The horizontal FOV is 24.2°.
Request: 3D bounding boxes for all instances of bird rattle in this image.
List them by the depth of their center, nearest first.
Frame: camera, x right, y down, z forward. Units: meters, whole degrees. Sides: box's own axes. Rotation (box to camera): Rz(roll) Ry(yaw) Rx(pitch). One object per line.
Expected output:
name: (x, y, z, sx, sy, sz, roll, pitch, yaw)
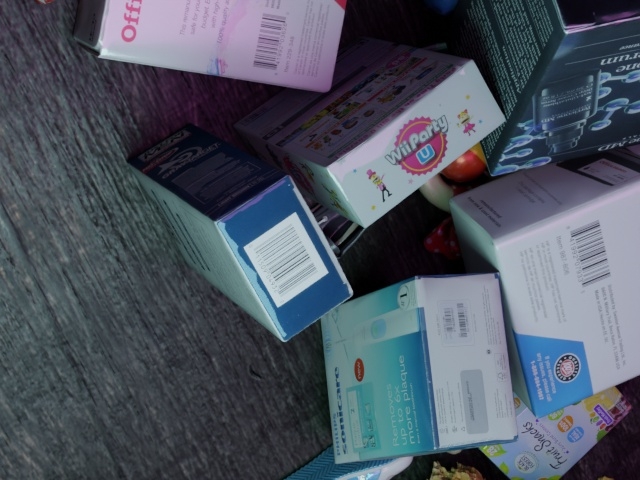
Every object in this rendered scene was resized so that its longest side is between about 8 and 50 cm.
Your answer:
bird rattle: (0.213, -0.099, 2.070, 0.207, 0.143, 0.253, 39, 99, -16)

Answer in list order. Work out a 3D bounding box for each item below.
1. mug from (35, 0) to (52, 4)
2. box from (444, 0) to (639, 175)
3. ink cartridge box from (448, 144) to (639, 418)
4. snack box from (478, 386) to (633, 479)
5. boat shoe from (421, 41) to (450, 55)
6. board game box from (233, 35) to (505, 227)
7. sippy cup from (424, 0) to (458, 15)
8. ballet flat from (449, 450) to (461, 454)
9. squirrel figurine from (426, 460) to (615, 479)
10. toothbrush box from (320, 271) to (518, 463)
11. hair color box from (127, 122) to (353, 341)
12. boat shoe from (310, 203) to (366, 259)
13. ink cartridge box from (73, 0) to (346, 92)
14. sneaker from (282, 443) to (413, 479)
mug: (-0.336, -0.378, 1.730, 0.150, 0.113, 0.169, -44, 120, -7)
box: (0.343, -0.269, 1.764, 0.294, 0.395, 0.212, -13, 72, -10)
ink cartridge box: (0.405, 0.019, 1.999, 0.395, 0.166, 0.285, -22, 119, -9)
snack box: (0.334, 0.260, 2.186, 0.207, 0.070, 0.174, -44, 130, 2)
boat shoe: (0.225, -0.237, 1.992, 0.228, 0.079, 0.081, -10, 147, -5)
board game box: (0.053, -0.146, 1.855, 0.224, 0.303, 0.097, -37, 114, -11)
sippy cup: (0.219, -0.405, 1.922, 0.224, 0.240, 0.305, -25, 103, -6)
ballet flat: (0.182, 0.234, 2.155, 0.057, 0.049, 0.173, -18, 110, -19)
squirrel figurine: (0.291, 0.485, 2.092, 0.397, 0.281, 0.370, 28, 135, -3)
toothbrush box: (0.121, 0.171, 1.943, 0.126, 0.295, 0.216, -1, 80, -24)
hair color box: (-0.104, -0.020, 1.791, 0.105, 0.347, 0.174, -34, 115, -13)
boat shoe: (0.000, 0.000, 2.003, 0.206, 0.065, 0.075, -45, 117, -8)
ink cartridge box: (-0.126, -0.318, 1.828, 0.306, 0.131, 0.226, 8, 101, -24)
sneaker: (0.033, 0.349, 2.105, 0.229, 0.087, 0.092, -28, 123, -10)
